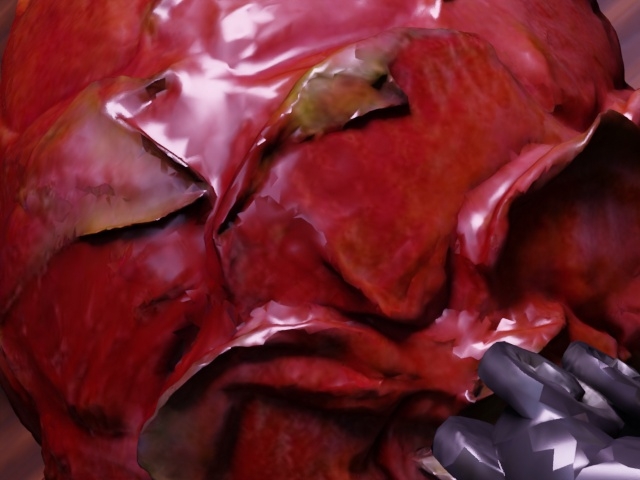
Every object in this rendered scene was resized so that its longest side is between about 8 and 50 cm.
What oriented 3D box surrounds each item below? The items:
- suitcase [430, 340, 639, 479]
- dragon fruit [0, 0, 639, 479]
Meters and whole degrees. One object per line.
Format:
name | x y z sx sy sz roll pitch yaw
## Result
suitcase | 0.159 0.242 0.342 0.434 0.194 0.283 36 102 25
dragon fruit | 0.000 0.000 0.623 0.277 0.277 0.342 -46 48 7
